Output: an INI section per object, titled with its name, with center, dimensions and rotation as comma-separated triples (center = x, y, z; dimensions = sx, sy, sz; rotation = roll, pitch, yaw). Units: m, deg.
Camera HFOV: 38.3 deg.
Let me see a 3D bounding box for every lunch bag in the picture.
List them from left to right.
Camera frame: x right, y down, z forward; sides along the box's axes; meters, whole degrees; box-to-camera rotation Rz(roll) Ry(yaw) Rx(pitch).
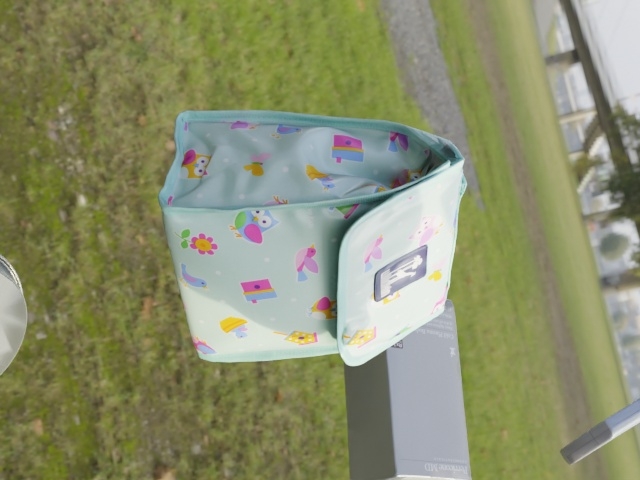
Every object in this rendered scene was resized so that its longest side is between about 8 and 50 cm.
[lunch bag]
center = 0.000, 0.000, 0.867
dimensions = 0.223, 0.262, 0.160
rotation = 87, 4, -46

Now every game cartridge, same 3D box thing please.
[game cartridge]
center = 0.208, 0.140, 0.674
dimensions = 0.017, 0.056, 0.083
rotation = 61, -20, 21

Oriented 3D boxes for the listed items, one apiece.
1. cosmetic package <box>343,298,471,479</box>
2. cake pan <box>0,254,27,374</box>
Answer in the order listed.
[cosmetic package]
center = 0.106, 0.195, 1.174
dimensions = 0.127, 0.107, 0.238
rotation = 11, 61, -32
[cake pan]
center = -0.600, 0.146, 1.481
dimensions = 0.293, 0.054, 0.293
rotation = -28, 132, -36
